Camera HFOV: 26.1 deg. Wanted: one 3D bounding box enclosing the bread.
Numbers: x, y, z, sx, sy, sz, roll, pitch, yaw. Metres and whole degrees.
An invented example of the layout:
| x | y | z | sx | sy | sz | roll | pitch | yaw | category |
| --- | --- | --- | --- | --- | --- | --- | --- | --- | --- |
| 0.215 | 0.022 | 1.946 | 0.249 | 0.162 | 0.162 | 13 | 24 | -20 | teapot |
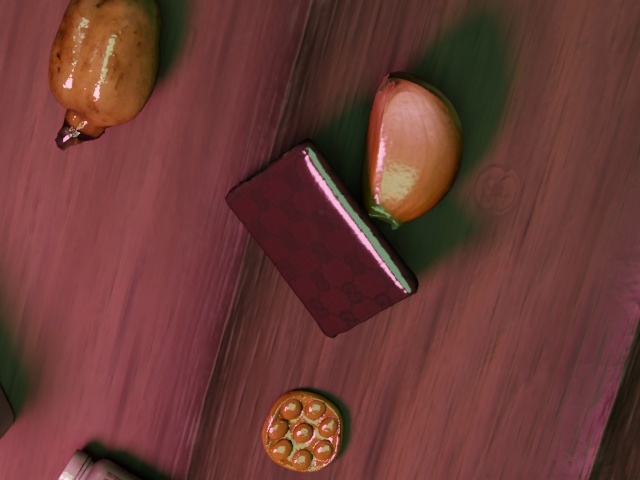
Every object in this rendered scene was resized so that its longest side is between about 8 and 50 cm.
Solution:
| x | y | z | sx | sy | sz | roll | pitch | yaw | category |
| --- | --- | --- | --- | --- | --- | --- | --- | --- | --- |
| -0.022 | 0.245 | 1.767 | 0.110 | 0.024 | 0.110 | 0 | 102 | 2 | bread |

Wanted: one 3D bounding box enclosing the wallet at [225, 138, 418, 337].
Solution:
| x | y | z | sx | sy | sz | roll | pitch | yaw | category |
| --- | --- | --- | --- | --- | --- | --- | --- | --- | --- |
| 0.000 | 0.000 | 1.672 | 0.229 | 0.049 | 0.182 | 53 | 137 | -5 | wallet |

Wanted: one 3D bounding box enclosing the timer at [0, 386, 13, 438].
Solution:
| x | y | z | sx | sy | sz | roll | pitch | yaw | category |
| --- | --- | --- | --- | --- | --- | --- | --- | --- | --- |
| -0.518 | 0.205 | 1.697 | 0.192 | 0.195 | 0.194 | -22 | 98 | 7 | timer |

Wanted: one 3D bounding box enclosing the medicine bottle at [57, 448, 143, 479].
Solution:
| x | y | z | sx | sy | sz | roll | pitch | yaw | category |
| --- | --- | --- | --- | --- | --- | --- | --- | --- | --- |
| -0.268 | 0.328 | 1.767 | 0.140 | 0.079 | 0.079 | 32 | 101 | -4 | medicine bottle |

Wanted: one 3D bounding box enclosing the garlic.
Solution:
| x | y | z | sx | sy | sz | roll | pitch | yaw | category |
| --- | --- | --- | --- | --- | --- | --- | --- | --- | --- |
| 0.101 | -0.127 | 1.639 | 0.128 | 0.115 | 0.206 | -12 | 126 | -17 | garlic |

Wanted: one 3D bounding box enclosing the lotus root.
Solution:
| x | y | z | sx | sy | sz | roll | pitch | yaw | category |
| --- | --- | --- | --- | --- | --- | --- | --- | --- | --- |
| -0.258 | -0.207 | 1.645 | 0.125 | 0.118 | 0.220 | 24 | 106 | 31 | lotus root |
